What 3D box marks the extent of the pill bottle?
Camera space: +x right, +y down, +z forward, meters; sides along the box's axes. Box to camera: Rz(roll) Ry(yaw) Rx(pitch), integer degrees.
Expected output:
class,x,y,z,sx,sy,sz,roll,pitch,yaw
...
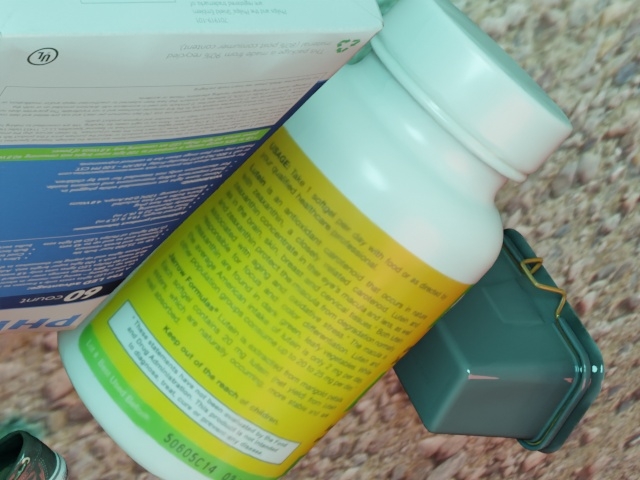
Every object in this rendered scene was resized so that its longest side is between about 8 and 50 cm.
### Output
class,x,y,z,sx,sy,sz,roll,pitch,yaw
pill bottle,0.000,0.000,0.738,0.245,0.136,0.136,-46,147,14

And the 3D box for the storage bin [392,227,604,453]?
class,x,y,z,sx,sy,sz,roll,pitch,yaw
storage bin,0.092,0.055,0.913,0.091,0.135,0.098,2,132,-33

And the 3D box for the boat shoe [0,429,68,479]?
class,x,y,z,sx,sy,sz,roll,pitch,yaw
boat shoe,-0.203,0.152,0.827,0.142,0.049,0.040,-36,129,-5

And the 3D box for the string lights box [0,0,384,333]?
class,x,y,z,sx,sy,sz,roll,pitch,yaw
string lights box,-0.107,-0.039,0.549,0.133,0.076,0.260,-6,160,-36
